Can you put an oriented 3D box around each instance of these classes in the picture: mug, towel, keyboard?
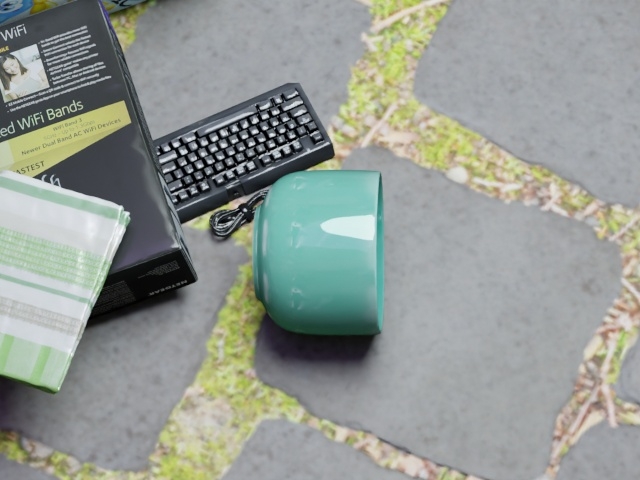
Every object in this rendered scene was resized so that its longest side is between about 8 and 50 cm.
[{"bbox_3d":[0.000,0.009,1.456,0.097,0.158,0.129,0,91,4],"label":"mug"},{"bbox_3d":[-0.220,0.031,1.399,0.113,0.023,0.152,17,77,13],"label":"towel"},{"bbox_3d":[-0.079,-0.058,1.532,0.180,0.023,0.108,-24,69,-8],"label":"keyboard"}]

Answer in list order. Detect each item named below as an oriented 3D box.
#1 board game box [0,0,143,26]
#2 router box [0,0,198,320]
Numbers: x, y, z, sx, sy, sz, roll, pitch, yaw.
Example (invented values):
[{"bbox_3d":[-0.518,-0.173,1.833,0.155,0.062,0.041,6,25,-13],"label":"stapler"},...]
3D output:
[{"bbox_3d":[-0.240,-0.254,1.522,0.275,0.142,0.144,-20,80,3],"label":"board game box"},{"bbox_3d":[-0.282,-0.034,1.483,0.309,0.081,0.243,-19,68,-1],"label":"router box"}]
